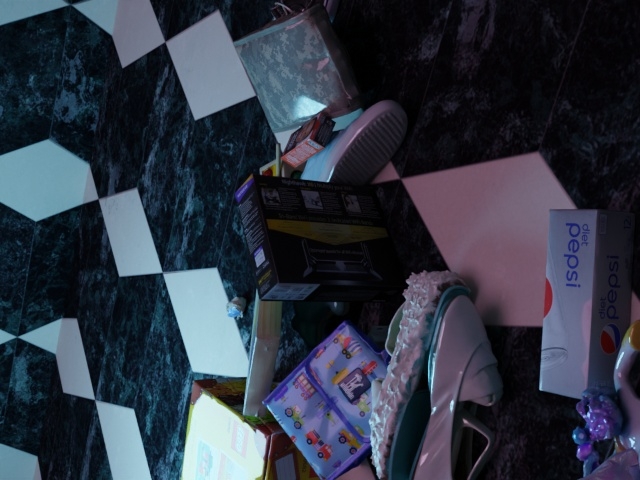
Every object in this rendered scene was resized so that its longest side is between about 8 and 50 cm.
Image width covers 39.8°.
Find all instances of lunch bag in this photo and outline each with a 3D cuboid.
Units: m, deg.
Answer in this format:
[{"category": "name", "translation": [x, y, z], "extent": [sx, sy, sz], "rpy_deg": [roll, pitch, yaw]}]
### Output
[{"category": "lunch bag", "translation": [0.061, 0.314, 1.800], "extent": [0.221, 0.138, 0.293], "rpy_deg": [50, 120, 17]}, {"category": "lunch bag", "translation": [-0.027, -0.377, 1.914], "extent": [0.287, 0.169, 0.235], "rpy_deg": [3, 121, 58]}]

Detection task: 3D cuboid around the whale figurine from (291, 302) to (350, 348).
[{"category": "whale figurine", "translation": [-0.019, 0.102, 1.946], "extent": [0.216, 0.141, 0.271], "rpy_deg": [45, 123, 47]}]

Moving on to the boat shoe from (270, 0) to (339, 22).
[{"category": "boat shoe", "translation": [-0.058, -0.515, 2.072], "extent": [0.335, 0.119, 0.121], "rpy_deg": [-62, 41, 33]}]

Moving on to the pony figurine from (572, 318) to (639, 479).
[{"category": "pony figurine", "translation": [0.453, 0.290, 1.159], "extent": [0.351, 0.303, 0.363], "rpy_deg": [-85, 7, -69]}]

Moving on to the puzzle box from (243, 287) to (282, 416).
[{"category": "puzzle box", "translation": [-0.119, 0.151, 1.974], "extent": [0.408, 0.052, 0.272], "rpy_deg": [-88, 8, -46]}]

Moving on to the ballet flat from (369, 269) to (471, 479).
[{"category": "ballet flat", "translation": [0.168, 0.245, 1.647], "extent": [0.147, 0.147, 0.408], "rpy_deg": [22, 95, 55]}]

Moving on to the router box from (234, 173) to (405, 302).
[{"category": "router box", "translation": [0.000, 0.000, 1.775], "extent": [0.081, 0.309, 0.242], "rpy_deg": [-44, 52, 45]}]

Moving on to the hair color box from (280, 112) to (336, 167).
[{"category": "hair color box", "translation": [-0.028, -0.213, 1.888], "extent": [0.141, 0.043, 0.072], "rpy_deg": [-25, 38, 58]}]

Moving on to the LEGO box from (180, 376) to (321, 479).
[{"category": "LEGO box", "translation": [-0.164, 0.611, 2.072], "extent": [0.373, 0.193, 0.499], "rpy_deg": [19, 104, 53]}]

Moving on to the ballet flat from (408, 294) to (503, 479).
[{"category": "ballet flat", "translation": [0.255, 0.295, 1.559], "extent": [0.139, 0.139, 0.400], "rpy_deg": [30, 116, 53]}]

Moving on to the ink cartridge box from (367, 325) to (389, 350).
[{"category": "ink cartridge box", "translation": [0.115, 0.216, 1.821], "extent": [0.028, 0.048, 0.083], "rpy_deg": [53, 131, 43]}]

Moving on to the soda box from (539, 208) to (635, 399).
[{"category": "soda box", "translation": [0.407, 0.095, 1.354], "extent": [0.098, 0.091, 0.286], "rpy_deg": [4, 91, 57]}]

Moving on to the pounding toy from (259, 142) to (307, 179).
[{"category": "pounding toy", "translation": [-0.090, -0.147, 2.109], "extent": [0.141, 0.100, 0.130], "rpy_deg": [-22, 70, 54]}]

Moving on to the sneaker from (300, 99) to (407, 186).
[{"category": "sneaker", "translation": [0.046, -0.194, 1.881], "extent": [0.366, 0.135, 0.150], "rpy_deg": [-50, 52, 41]}]

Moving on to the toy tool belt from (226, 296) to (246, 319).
[{"category": "toy tool belt", "translation": [-0.226, 0.185, 2.333], "extent": [0.083, 0.052, 0.051], "rpy_deg": [-41, 47, 48]}]
